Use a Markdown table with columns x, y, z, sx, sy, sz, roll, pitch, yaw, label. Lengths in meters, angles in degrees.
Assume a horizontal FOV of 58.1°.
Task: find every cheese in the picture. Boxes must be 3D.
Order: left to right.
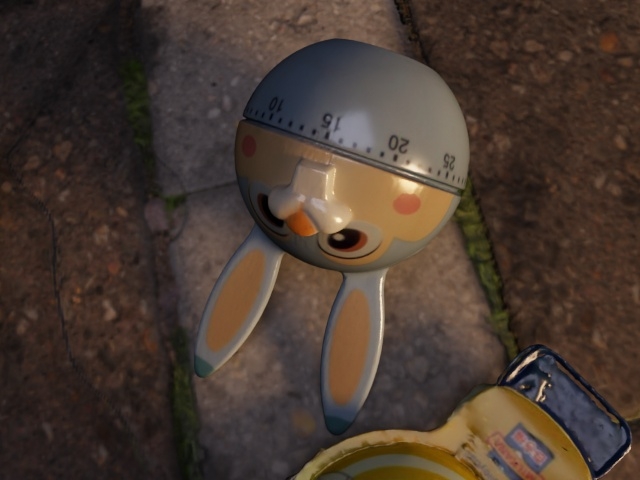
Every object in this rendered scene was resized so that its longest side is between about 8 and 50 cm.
| x | y | z | sx | sy | sz | roll | pitch | yaw | label |
| --- | --- | --- | --- | --- | --- | --- | --- | --- | --- |
| 0.075 | 0.182 | 0.361 | 0.270 | 0.069 | 0.177 | -41 | 75 | -10 | cheese |

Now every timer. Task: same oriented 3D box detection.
| x | y | z | sx | sy | sz | roll | pitch | yaw | label |
| --- | --- | --- | --- | --- | --- | --- | --- | --- | --- |
| 0.001 | -0.013 | 0.384 | 0.175 | 0.175 | 0.255 | 22 | 76 | 11 | timer |
